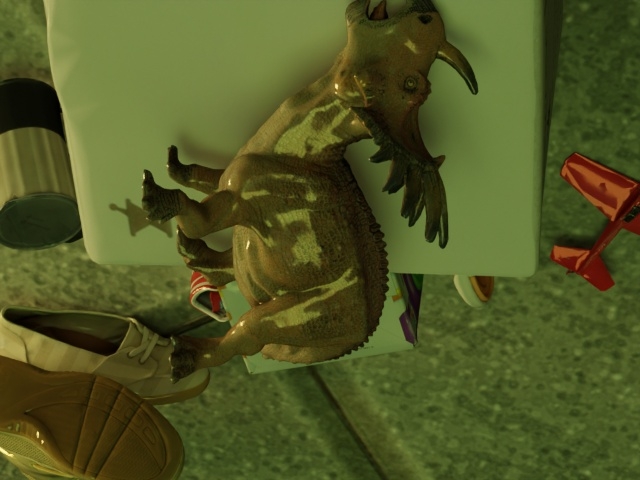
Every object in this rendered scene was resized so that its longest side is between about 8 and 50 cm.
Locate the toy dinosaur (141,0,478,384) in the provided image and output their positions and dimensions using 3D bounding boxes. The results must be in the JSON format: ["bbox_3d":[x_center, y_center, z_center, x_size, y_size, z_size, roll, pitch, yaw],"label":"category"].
[{"bbox_3d":[0.000,0.000,1.130,0.200,0.127,0.296,-1,130,3],"label":"toy dinosaur"}]

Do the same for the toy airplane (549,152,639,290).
[{"bbox_3d":[0.268,-0.014,1.618,0.151,0.028,0.151,4,123,6],"label":"toy airplane"}]

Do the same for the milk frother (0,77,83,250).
[{"bbox_3d":[-0.226,-0.080,1.573,0.129,0.135,0.143,18,134,-43],"label":"milk frother"}]

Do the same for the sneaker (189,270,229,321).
[{"bbox_3d":[-0.067,0.042,1.674,0.118,0.067,0.042,-8,123,12],"label":"sneaker"}]

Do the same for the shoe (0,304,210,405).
[{"bbox_3d":[-0.215,0.109,1.732,0.219,0.077,0.058,11,129,2],"label":"shoe"}]

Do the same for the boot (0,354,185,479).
[{"bbox_3d":[-0.225,0.203,1.719,0.262,0.095,0.203,14,158,21],"label":"boot"}]

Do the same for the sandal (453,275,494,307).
[{"bbox_3d":[0.143,-0.056,1.562,0.076,0.102,0.265,-6,121,14],"label":"sandal"}]

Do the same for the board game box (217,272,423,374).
[{"bbox_3d":[0.006,-0.035,1.488,0.144,0.275,0.142,-10,121,14],"label":"board game box"}]

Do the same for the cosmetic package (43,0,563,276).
[{"bbox_3d":[0.009,-0.215,1.291,0.327,0.394,0.329,2,125,10],"label":"cosmetic package"}]
